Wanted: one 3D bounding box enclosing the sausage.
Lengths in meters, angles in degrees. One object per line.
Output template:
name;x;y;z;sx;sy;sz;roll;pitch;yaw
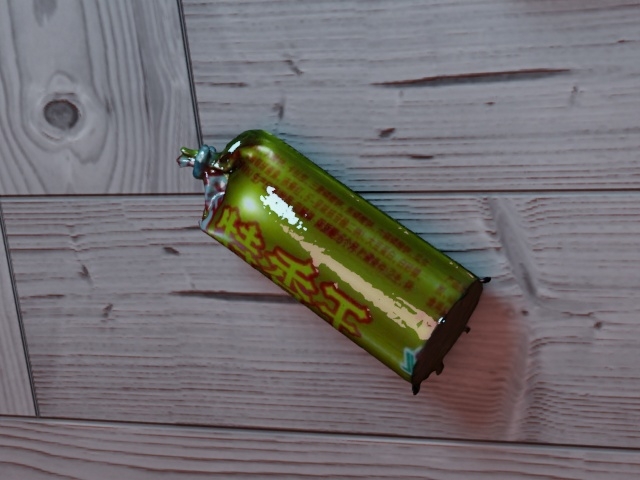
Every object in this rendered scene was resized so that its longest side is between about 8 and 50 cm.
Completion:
sausage;0.001;-0.001;1.621;0.317;0.117;0.125;36;128;9
